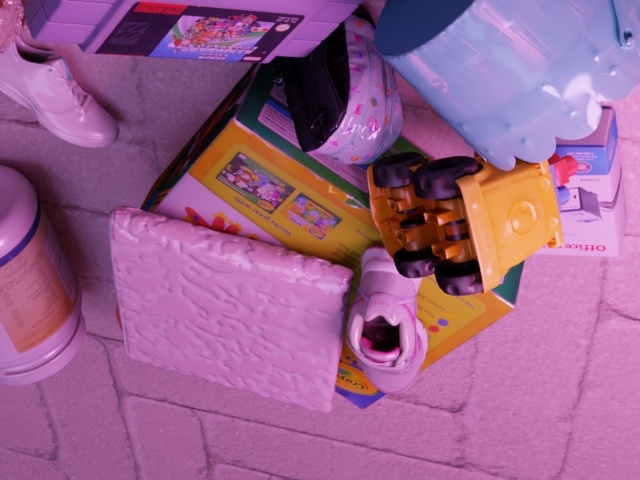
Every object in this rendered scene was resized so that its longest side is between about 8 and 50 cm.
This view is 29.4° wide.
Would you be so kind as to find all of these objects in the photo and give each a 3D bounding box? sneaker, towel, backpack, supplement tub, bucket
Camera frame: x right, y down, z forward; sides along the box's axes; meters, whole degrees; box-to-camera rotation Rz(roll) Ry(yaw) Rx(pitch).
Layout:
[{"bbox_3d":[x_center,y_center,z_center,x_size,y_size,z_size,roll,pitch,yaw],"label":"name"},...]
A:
[{"bbox_3d":[0.079,0.127,1.587,0.103,0.111,0.252,7,138,15],"label":"sneaker"},{"bbox_3d":[-0.124,0.099,1.688,0.332,0.053,0.317,14,141,9],"label":"towel"},{"bbox_3d":[0.026,-0.180,1.458,0.115,0.182,0.152,12,141,-29],"label":"backpack"},{"bbox_3d":[-0.513,0.060,1.929,0.228,0.228,0.316,5,137,19],"label":"supplement tub"},{"bbox_3d":[0.202,-0.232,1.269,0.183,0.281,0.281,38,137,-22],"label":"bucket"},{"bbox_3d":[-0.363,-0.212,1.687,0.212,0.080,0.094,33,127,-12],"label":"sneaker"}]

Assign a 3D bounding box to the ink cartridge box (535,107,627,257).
[{"bbox_3d":[0.307,-0.072,1.545,0.140,0.082,0.190,1,135,22],"label":"ink cartridge box"}]

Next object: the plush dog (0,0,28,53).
[{"bbox_3d":[-0.408,-0.294,1.489,0.211,0.225,0.262,33,138,-14],"label":"plush dog"}]

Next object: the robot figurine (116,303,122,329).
[{"bbox_3d":[-0.241,0.097,1.931,0.158,0.128,0.219,11,148,-33],"label":"robot figurine"}]

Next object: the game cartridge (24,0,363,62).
[{"bbox_3d":[-0.096,-0.265,1.241,0.355,0.068,0.230,-4,152,-40],"label":"game cartridge"}]

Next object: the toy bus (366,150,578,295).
[{"bbox_3d":[0.189,-0.049,1.437,0.220,0.212,0.149,18,129,60],"label":"toy bus"}]

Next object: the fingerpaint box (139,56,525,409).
[{"bbox_3d":[0.000,0.000,1.693,0.445,0.163,0.371,33,138,-13],"label":"fingerpaint box"}]
